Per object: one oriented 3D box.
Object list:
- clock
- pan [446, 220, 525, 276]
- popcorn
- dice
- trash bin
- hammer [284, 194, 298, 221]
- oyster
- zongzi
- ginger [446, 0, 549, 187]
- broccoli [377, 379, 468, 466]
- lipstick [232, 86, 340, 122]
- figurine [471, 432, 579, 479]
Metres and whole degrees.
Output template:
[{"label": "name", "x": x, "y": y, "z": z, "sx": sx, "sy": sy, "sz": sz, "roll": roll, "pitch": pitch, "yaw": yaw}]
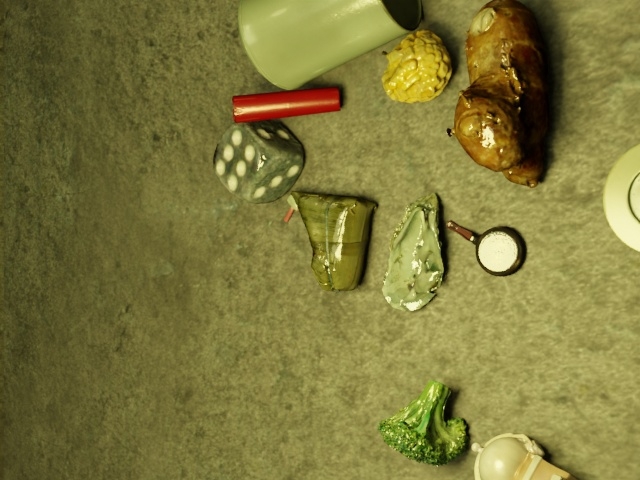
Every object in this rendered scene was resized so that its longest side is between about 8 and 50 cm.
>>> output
[{"label": "clock", "x": 0.677, "y": -0.086, "z": 1.559, "sx": 0.235, "sy": 0.029, "sz": 0.235, "roll": 0, "pitch": 90, "yaw": 41}, {"label": "pan", "x": 0.367, "y": 0.002, "z": 1.801, "sx": 0.212, "sy": 0.040, "sz": 0.115, "roll": 32, "pitch": 104, "yaw": 34}, {"label": "popcorn", "x": 0.222, "y": -0.406, "z": 1.856, "sx": 0.170, "sy": 0.180, "sz": 0.180, "roll": 42, "pitch": 119, "yaw": 0}, {"label": "dice", "x": -0.167, "y": -0.218, "z": 2.140, "sx": 0.181, "sy": 0.183, "sz": 0.182, "roll": 48, "pitch": 120, "yaw": 26}, {"label": "trash bin", "x": 0.003, "y": -0.554, "z": 1.945, "sx": 0.432, "sy": 0.280, "sz": 0.280, "roll": -15, "pitch": 81, "yaw": 35}, {"label": "hammer", "x": -0.079, "y": -0.084, "z": 2.168, "sx": 0.052, "sy": 0.031, "sz": 0.083, "roll": 50, "pitch": 125, "yaw": 31}, {"label": "oyster", "x": 0.219, "y": 0.036, "z": 1.889, "sx": 0.199, "sy": 0.087, "sz": 0.252, "roll": -21, "pitch": 84, "yaw": 27}, {"label": "zongzi", "x": 0.000, "y": 0.000, "z": 2.044, "sx": 0.274, "sy": 0.125, "sz": 0.251, "roll": 11, "pitch": 90, "yaw": 41}, {"label": "ginger", "x": 0.376, "y": -0.328, "z": 1.672, "sx": 0.176, "sy": 0.254, "sz": 0.418, "roll": -8, "pitch": 80, "yaw": 44}, {"label": "broccoli", "x": 0.248, "y": 0.415, "z": 1.819, "sx": 0.194, "sy": 0.219, "sz": 0.194, "roll": -158, "pitch": 90, "yaw": -80}, {"label": "lipstick", "x": -0.089, "y": -0.353, "z": 2.048, "sx": 0.279, "sy": 0.073, "sz": 0.073, "roll": -6, "pitch": 86, "yaw": -1}, {"label": "figurine", "x": 0.435, "y": 0.506, "z": 1.704, "sx": 0.236, "sy": 0.141, "sz": 0.163, "roll": 18, "pitch": 73, "yaw": 40}]
